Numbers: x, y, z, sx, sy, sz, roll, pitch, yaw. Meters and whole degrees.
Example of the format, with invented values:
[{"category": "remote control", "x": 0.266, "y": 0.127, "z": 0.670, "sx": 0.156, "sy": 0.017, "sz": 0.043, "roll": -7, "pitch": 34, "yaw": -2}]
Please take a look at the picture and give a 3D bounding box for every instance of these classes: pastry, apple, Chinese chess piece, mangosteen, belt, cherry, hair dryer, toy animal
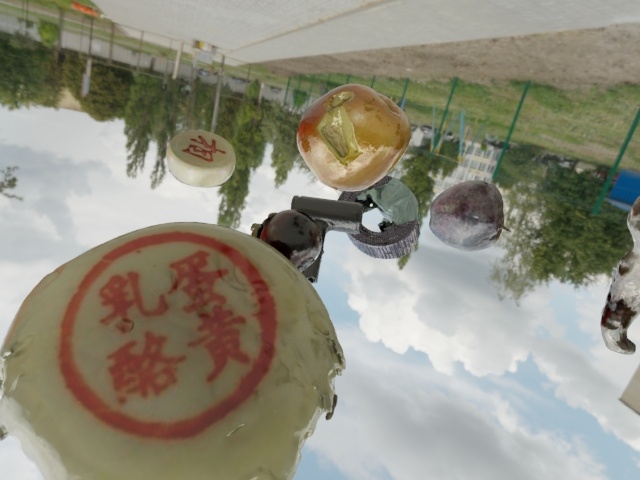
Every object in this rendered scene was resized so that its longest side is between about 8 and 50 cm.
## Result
[{"category": "pastry", "x": -0.109, "y": 0.099, "z": 0.351, "sx": 0.264, "sy": 0.133, "sz": 0.265, "roll": 11, "pitch": -124, "yaw": -16}, {"category": "apple", "x": 0.062, "y": -0.176, "z": 0.729, "sx": 0.198, "sy": 0.200, "sz": 0.199, "roll": 14, "pitch": -163, "yaw": -4}, {"category": "Chinese chess piece", "x": -0.217, "y": -0.150, "z": 0.770, "sx": 0.121, "sy": 0.051, "sz": 0.122, "roll": 11, "pitch": -135, "yaw": -11}, {"category": "mangosteen", "x": -0.037, "y": 0.000, "z": 0.488, "sx": 0.080, "sy": 0.081, "sz": 0.081, "roll": 14, "pitch": -163, "yaw": -4}, {"category": "belt", "x": 0.203, "y": -0.085, "z": 1.446, "sx": 0.325, "sy": 0.260, "sz": 0.122, "roll": 58, "pitch": -179, "yaw": 39}, {"category": "cherry", "x": 0.367, "y": -0.060, "z": 1.061, "sx": 0.194, "sy": 0.195, "sz": 0.195, "roll": 14, "pitch": -163, "yaw": -4}, {"category": "hair dryer", "x": 0.000, "y": 0.000, "z": 1.112, "sx": 0.196, "sy": 0.252, "sz": 0.089, "roll": 7, "pitch": 152, "yaw": 12}, {"category": "toy animal", "x": 0.688, "y": 0.043, "z": 0.741, "sx": 0.343, "sy": 0.303, "sz": 0.194, "roll": -11, "pitch": -175, "yaw": -14}]
